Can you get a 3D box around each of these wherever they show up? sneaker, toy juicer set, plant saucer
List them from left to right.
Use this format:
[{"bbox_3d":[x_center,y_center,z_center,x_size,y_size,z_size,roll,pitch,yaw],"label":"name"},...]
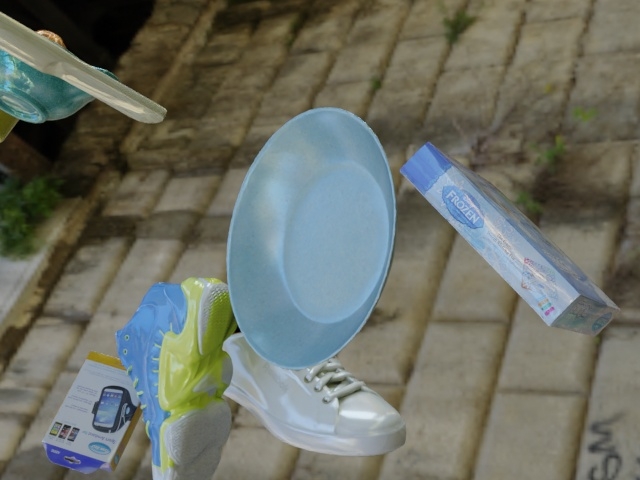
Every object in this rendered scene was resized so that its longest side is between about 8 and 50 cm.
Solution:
[{"bbox_3d":[-0.312,-0.190,1.023,0.209,0.329,0.089,38,-115,-39],"label":"toy juicer set"},{"bbox_3d":[-0.160,0.153,1.096,0.091,0.126,0.240,18,-97,-58],"label":"sneaker"},{"bbox_3d":[-0.028,0.138,1.121,0.106,0.290,0.123,-15,-64,-45],"label":"sneaker"},{"bbox_3d":[0.000,0.000,0.766,0.037,0.195,0.195,12,-103,-40],"label":"plant saucer"}]

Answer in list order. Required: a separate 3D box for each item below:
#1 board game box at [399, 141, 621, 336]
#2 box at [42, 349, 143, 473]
[{"bbox_3d":[0.084,0.002,0.445,0.090,0.020,0.090,49,-166,23],"label":"board game box"},{"bbox_3d":[-0.241,0.191,1.122,0.028,0.081,0.136,91,-162,-55],"label":"box"}]
